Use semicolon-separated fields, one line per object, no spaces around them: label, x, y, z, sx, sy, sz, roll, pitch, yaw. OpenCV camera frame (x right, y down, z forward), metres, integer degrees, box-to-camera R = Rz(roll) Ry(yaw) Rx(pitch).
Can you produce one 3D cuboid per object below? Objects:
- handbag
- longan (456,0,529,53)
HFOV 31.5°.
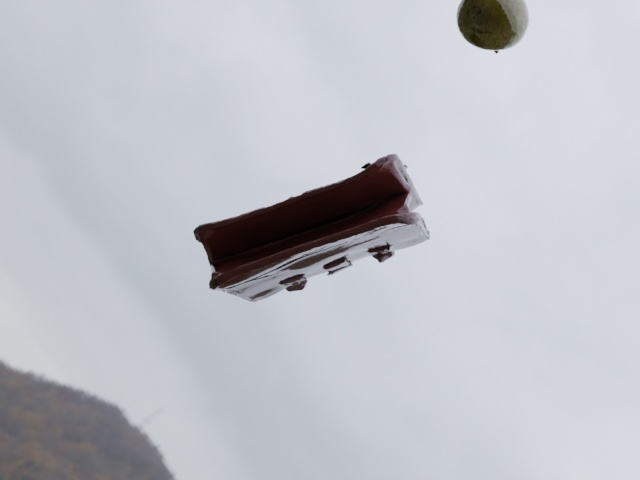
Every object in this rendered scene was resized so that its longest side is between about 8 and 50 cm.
handbag;-0.001;-0.001;1.351;0.275;0.260;0.084;31;38;-77
longan;0.174;-0.219;1.139;0.075;0.075;0.083;36;-21;41
